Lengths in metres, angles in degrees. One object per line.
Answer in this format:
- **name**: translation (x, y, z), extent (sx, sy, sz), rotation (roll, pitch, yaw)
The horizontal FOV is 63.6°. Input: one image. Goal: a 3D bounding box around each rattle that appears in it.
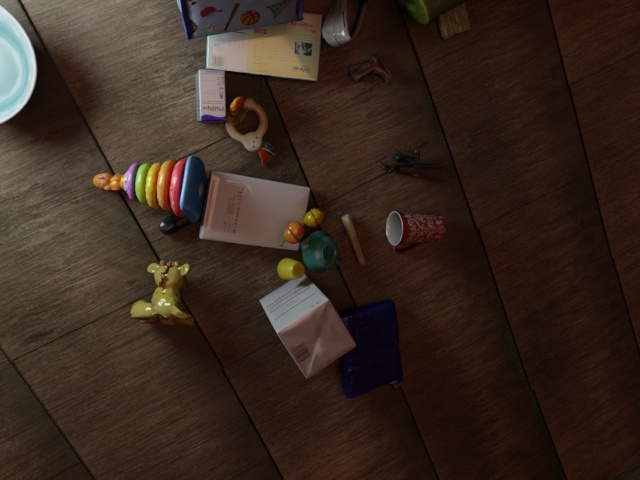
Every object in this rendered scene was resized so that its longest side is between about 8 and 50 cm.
- **rattle**: translation (-0.187, -0.314, 1.490), extent (0.130, 0.143, 0.199), rotation (-29, 103, -28)

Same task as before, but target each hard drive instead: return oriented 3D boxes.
- **hard drive**: translation (-0.196, -0.087, 1.564), extent (0.308, 0.040, 0.203), rotation (7, 100, -25)

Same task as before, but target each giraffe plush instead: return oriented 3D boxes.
- **giraffe plush**: translation (-0.450, 0.150, 1.512), extent (0.182, 0.210, 0.170), rotation (8, 71, -14)

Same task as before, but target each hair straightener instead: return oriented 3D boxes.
- **hair straightener**: translation (0.294, -0.254, 1.691), extent (0.231, 0.047, 0.089), rotation (7, 100, -13)

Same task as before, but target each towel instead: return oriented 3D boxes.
- **towel**: translation (0.410, -0.720, 1.625), extent (0.110, 0.027, 0.148), rotation (-24, 106, -10)
- **towel**: translation (0.164, 0.367, 1.773), extent (0.228, 0.076, 0.308), rotation (-12, 104, -20)

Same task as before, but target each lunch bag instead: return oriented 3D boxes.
- **lunch bag**: translation (-0.238, -0.754, 1.311), extent (0.328, 0.239, 0.385), rotation (-12, 72, -12)

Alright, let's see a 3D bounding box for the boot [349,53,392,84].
- **boot**: translation (0.152, -0.507, 1.593), extent (0.114, 0.037, 0.106), rotation (-30, 95, -11)

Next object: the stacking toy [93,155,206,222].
- **stacking toy**: translation (-0.483, -0.156, 1.446), extent (0.302, 0.175, 0.165), rotation (5, 77, 0)

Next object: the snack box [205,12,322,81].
- **snack box**: translation (-0.160, -0.566, 1.479), extent (0.322, 0.060, 0.187), rotation (2, 100, -16)

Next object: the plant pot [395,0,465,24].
- **plant pot**: translation (0.359, -0.816, 1.446), extent (0.353, 0.366, 0.366), rotation (-41, 110, 9)

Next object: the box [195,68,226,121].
- **box**: translation (-0.306, -0.400, 1.440), extent (0.072, 0.126, 0.137), rotation (-3, 103, -17)

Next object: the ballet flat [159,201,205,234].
- **ballet flat**: translation (-0.398, -0.069, 1.537), extent (0.173, 0.049, 0.057), rotation (-25, 85, -15)

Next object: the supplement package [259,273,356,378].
- **supplement package**: translation (-0.048, 0.246, 1.564), extent (0.175, 0.293, 0.177), rotation (-33, 108, -7)

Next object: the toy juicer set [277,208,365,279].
- **toy juicer set**: translation (0.000, 0.000, 1.636), extent (0.329, 0.089, 0.209), rotation (-10, 100, -39)

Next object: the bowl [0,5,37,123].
- **bowl**: translation (-0.844, -0.430, 1.261), extent (0.312, 0.163, 0.311), rotation (-3, 103, -15)

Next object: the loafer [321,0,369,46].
- **loafer**: translation (0.103, -0.709, 1.477), extent (0.112, 0.111, 0.319), rotation (15, 91, -45)

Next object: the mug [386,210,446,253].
- **mug**: translation (0.312, -0.034, 1.722), extent (0.169, 0.150, 0.113), rotation (-2, 66, -20)
